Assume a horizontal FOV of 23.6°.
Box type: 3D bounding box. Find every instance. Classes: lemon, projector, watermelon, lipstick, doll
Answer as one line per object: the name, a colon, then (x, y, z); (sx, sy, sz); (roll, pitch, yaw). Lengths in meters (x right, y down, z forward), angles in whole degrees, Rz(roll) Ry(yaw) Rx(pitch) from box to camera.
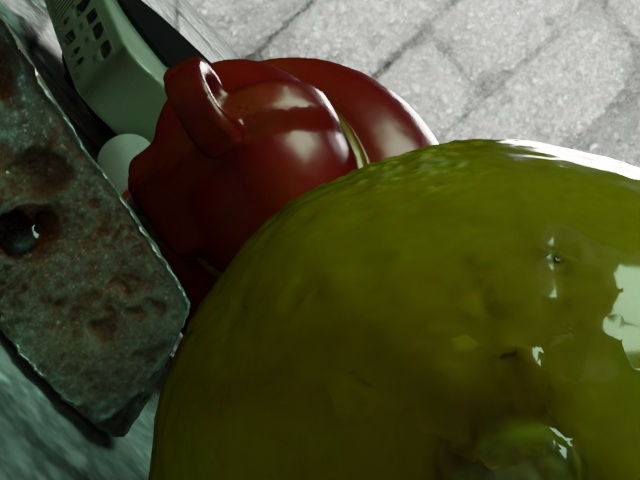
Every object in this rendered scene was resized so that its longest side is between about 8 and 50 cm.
lemon: (0.058, 0.078, 0.516); (0.236, 0.236, 0.263); (52, 10, 30)
projector: (-0.090, -0.073, 1.102); (0.259, 0.079, 0.257); (44, 7, -29)
watermelon: (-0.130, -0.028, 0.636); (0.241, 0.094, 0.154); (51, -3, 15)
lipstick: (-0.103, -0.022, 0.895); (0.038, 0.038, 0.130); (44, 7, -28)
doll: (-0.001, 0.001, 0.776); (0.182, 0.160, 0.363); (64, 8, 25)
